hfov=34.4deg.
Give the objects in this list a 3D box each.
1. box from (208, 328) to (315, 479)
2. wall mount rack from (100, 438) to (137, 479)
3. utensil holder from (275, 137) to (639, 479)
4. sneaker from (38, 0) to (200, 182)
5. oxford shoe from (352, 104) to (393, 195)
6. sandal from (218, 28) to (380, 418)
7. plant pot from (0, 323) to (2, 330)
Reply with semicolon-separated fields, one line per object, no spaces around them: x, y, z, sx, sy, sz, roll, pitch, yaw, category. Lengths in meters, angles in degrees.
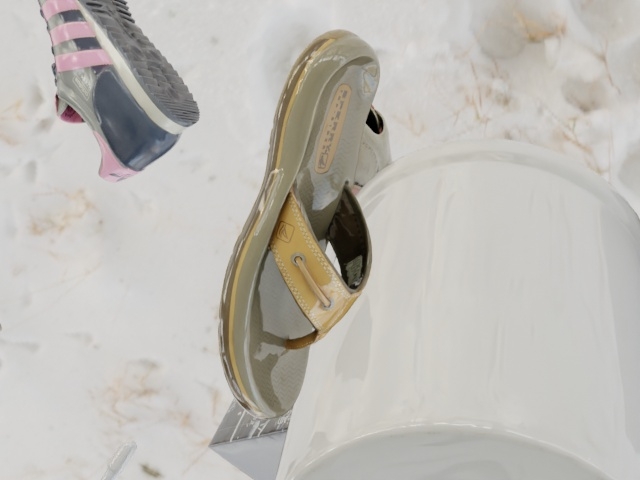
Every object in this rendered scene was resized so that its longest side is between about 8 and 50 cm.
0.021;0.245;1.728;0.179;0.313;0.343;38;147;-18;box
-0.224;0.333;0.941;0.350;0.304;0.131;19;120;39;wall mount rack
0.139;0.140;0.903;0.327;0.385;0.328;6;123;9;utensil holder
-0.262;-0.203;1.116;0.131;0.112;0.319;-44;64;20;sneaker
0.056;-0.101;1.264;0.123;0.348;0.130;20;96;12;oxford shoe
0.000;0.000;0.453;0.049;0.072;0.180;21;103;25;sandal
-0.615;0.138;1.604;0.167;0.165;0.167;34;154;19;plant pot
